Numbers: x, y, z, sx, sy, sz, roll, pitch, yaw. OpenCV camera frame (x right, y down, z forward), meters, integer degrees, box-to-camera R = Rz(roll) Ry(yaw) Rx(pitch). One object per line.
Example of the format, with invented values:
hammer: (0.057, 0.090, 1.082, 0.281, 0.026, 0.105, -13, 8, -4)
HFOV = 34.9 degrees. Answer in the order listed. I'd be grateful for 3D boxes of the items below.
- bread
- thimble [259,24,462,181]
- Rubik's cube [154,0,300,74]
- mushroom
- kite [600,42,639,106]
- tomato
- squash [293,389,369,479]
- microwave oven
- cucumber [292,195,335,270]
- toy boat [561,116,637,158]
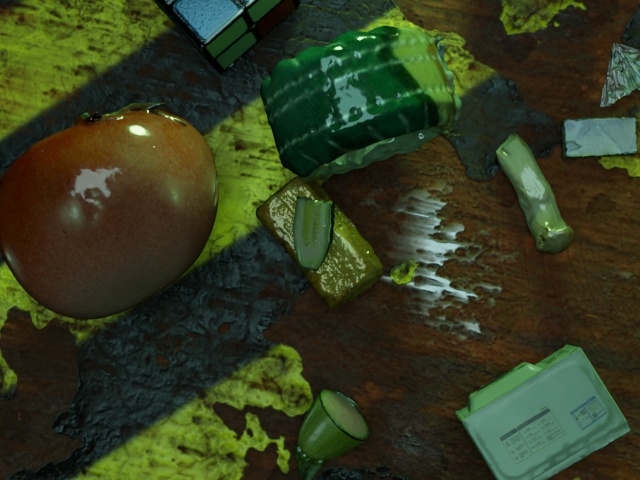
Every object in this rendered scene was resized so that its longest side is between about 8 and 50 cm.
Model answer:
bread: (0.000, 0.000, 1.583, 0.114, 0.083, 0.211, -38, 85, 6)
thimble: (0.061, -0.204, 1.505, 0.288, 0.254, 0.167, -19, 86, -12)
Rubik's cube: (-0.155, -0.390, 1.569, 0.183, 0.180, 0.167, -40, 84, -1)
mushroom: (0.331, -0.074, 1.584, 0.059, 0.054, 0.202, -23, 81, 4)
kite: (0.502, -0.246, 1.602, 0.139, 0.011, 0.156, -32, 84, 4)
tomato: (-0.293, -0.039, 1.480, 0.341, 0.341, 0.272, -21, 92, 2)
squash: (-0.003, 0.308, 1.574, 0.105, 0.105, 0.132, 45, 109, 5)
microwave oven: (0.328, 0.267, 1.526, 0.208, 0.122, 0.162, -31, 85, 1)
cucumber: (-0.007, -0.010, 1.526, 0.067, 0.035, 0.107, 9, 96, 28)
toy boat: (0.437, -0.162, 1.597, 0.115, 0.016, 0.063, -2, 86, 3)
